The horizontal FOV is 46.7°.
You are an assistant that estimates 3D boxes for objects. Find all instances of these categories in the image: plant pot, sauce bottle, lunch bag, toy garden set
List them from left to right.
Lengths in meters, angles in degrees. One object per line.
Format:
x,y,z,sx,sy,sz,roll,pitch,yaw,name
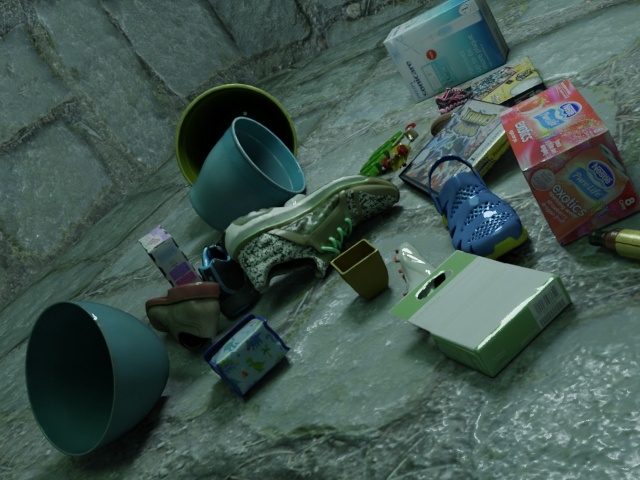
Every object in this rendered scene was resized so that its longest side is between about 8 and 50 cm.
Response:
-0.417,0.256,1.465,0.290,0.290,0.195,-16,-9,37,plant pot
-0.225,-0.163,2.101,0.255,0.271,0.272,-41,17,24,plant pot
-0.251,-0.313,2.371,0.366,0.366,0.353,-31,10,6,plant pot
-0.142,0.208,1.380,0.129,0.096,0.151,-41,8,-13,lunch bag
0.081,0.060,1.384,0.081,0.083,0.081,-35,22,-5,plant pot
0.173,-0.202,1.841,0.204,0.049,0.244,-38,11,40,toy garden set
0.439,0.003,1.060,0.042,0.042,0.128,-38,23,-14,sauce bottle

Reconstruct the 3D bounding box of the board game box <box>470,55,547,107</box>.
0.466,-0.375,1.848,0.165,0.042,0.243,-25,22,19,board game box

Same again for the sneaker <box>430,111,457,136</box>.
0.328,-0.268,1.778,0.188,0.066,0.071,-7,36,51,sneaker

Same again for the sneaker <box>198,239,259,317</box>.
-0.202,0.040,1.756,0.125,0.140,0.341,-32,19,11,sneaker

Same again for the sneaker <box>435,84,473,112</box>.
0.367,-0.397,2.019,0.119,0.057,0.047,-29,19,6,sneaker

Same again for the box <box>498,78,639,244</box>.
0.415,-0.142,1.263,0.142,0.154,0.300,-26,21,17,box

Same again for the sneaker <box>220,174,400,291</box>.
0.000,0.000,1.618,0.410,0.158,0.182,-23,63,-7,sneaker

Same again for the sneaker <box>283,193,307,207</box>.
-0.067,-0.025,1.810,0.086,0.085,0.237,-52,13,32,sneaker

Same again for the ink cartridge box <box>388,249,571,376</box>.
0.232,0.101,1.120,0.171,0.056,0.235,-39,21,-16,ink cartridge box

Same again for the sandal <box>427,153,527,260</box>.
0.263,-0.062,1.326,0.126,0.138,0.317,-30,23,2,sandal

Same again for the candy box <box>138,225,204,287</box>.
-0.355,0.069,1.829,0.070,0.196,0.165,-37,22,-11,candy box

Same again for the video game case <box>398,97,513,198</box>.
0.306,-0.198,1.615,0.248,0.035,0.275,-48,21,3,video game case

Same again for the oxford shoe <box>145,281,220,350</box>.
-0.310,0.182,1.631,0.123,0.130,0.348,-3,-12,-24,oxford shoe

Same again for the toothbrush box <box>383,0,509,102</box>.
0.369,-0.572,2.176,0.295,0.216,0.126,-19,25,31,toothbrush box

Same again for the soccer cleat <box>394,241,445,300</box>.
0.177,0.062,1.282,0.076,0.068,0.196,-23,30,12,soccer cleat
